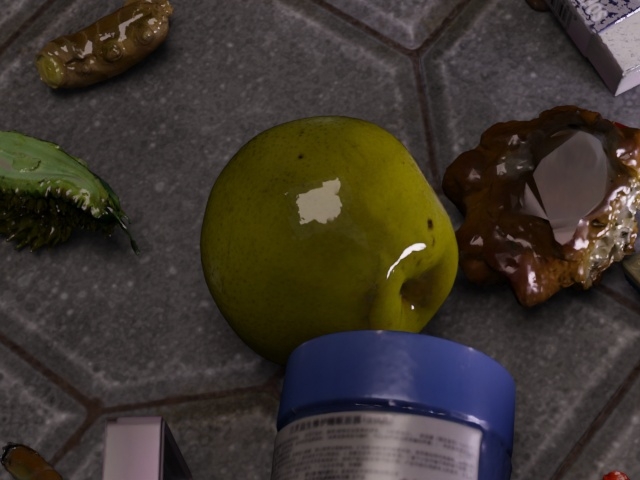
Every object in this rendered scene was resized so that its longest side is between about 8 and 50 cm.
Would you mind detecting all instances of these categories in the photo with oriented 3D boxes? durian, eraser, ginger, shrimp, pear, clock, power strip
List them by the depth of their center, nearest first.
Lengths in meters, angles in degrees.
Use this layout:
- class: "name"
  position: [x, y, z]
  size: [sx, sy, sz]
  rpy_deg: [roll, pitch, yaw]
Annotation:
- class: "clock"
  position: [-0.181, 0.284, 1.570]
  size: [0.063, 0.197, 0.150]
  rpy_deg: [-3, 61, 4]
- class: "pear"
  position: [0.000, 0.000, 1.666]
  size: [0.294, 0.294, 0.294]
  rpy_deg: [-3, 61, 6]
- class: "shrimp"
  position: [-0.359, 0.308, 1.668]
  size: [0.161, 0.049, 0.166]
  rpy_deg: [-22, 59, -8]
- class: "power strip"
  position: [0.391, 0.049, 1.685]
  size: [0.056, 0.032, 0.123]
  rpy_deg: [-22, 28, -3]
- class: "durian"
  position: [-0.356, -0.063, 1.836]
  size: [0.375, 0.106, 0.132]
  rpy_deg: [23, 64, 20]
- class: "eraser"
  position: [0.350, -0.330, 1.882]
  size: [0.130, 0.086, 0.287]
  rpy_deg: [-28, 72, -6]
- class: "ginger"
  position: [-0.267, -0.257, 1.946]
  size: [0.205, 0.081, 0.115]
  rpy_deg: [-40, 57, -16]

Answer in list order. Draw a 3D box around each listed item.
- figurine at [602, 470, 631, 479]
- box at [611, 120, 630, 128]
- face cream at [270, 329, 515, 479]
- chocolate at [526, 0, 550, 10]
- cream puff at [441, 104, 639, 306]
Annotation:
- class: "figurine"
  position: [0.339, 0.289, 1.552]
  size: [0.234, 0.127, 0.185]
  rpy_deg: [-41, 56, -3]
- class: "box"
  position: [0.382, -0.107, 1.812]
  size: [0.082, 0.023, 0.051]
  rpy_deg: [24, 68, 19]
- class: "face cream"
  position: [0.070, 0.240, 1.533]
  size: [0.249, 0.249, 0.225]
  rpy_deg: [5, 63, 10]
- class: "chocolate"
  position: [0.288, -0.349, 1.954]
  size: [0.064, 0.031, 0.101]
  rpy_deg: [-20, 59, -9]
- class: "cream puff"
  position: [0.270, -0.051, 1.721]
  size: [0.269, 0.155, 0.241]
  rpy_deg: [-20, 60, -1]
